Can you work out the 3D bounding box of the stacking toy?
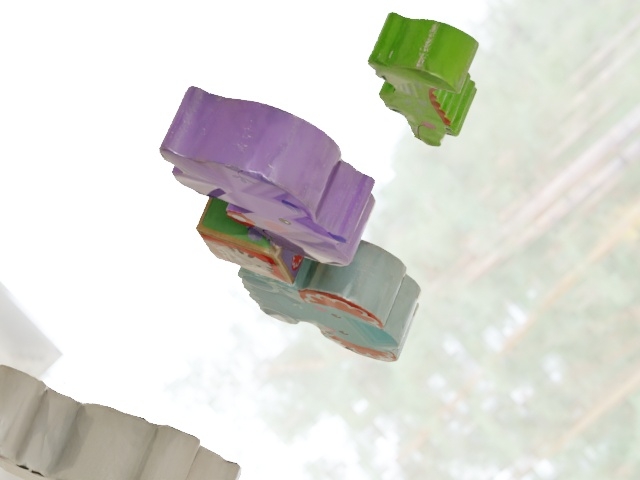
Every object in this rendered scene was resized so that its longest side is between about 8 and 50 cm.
[{"bbox_3d":[0.000,0.000,0.475,0.052,0.167,0.221,19,167,15],"label":"stacking toy"}]
